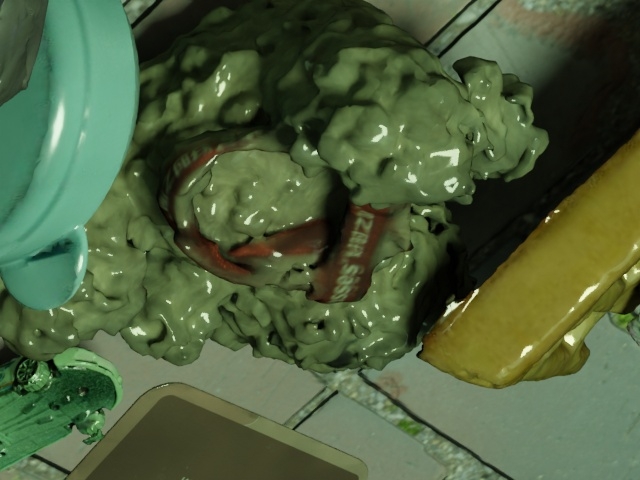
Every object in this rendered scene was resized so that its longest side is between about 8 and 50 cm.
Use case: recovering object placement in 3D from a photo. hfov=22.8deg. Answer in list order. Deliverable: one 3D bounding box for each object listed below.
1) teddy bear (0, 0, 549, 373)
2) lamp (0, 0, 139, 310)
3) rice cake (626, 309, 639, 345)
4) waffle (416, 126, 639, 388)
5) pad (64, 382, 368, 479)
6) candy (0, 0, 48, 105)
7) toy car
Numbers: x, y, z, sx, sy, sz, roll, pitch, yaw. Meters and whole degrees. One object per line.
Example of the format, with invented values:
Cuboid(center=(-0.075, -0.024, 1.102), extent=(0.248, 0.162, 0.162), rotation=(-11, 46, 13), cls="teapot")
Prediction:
Cuboid(center=(0.000, 0.000, 1.085), extent=(0.357, 0.224, 0.367), rotation=(-24, 138, 21), cls="teddy bear")
Cuboid(center=(-0.195, -0.114, 0.906), extent=(0.147, 0.209, 0.284), rotation=(-34, 132, -50), cls="lamp")
Cuboid(center=(0.336, -0.008, 1.220), extent=(0.198, 0.037, 0.189), rotation=(-36, 165, -24), cls="rice cake")
Cuboid(center=(0.241, -0.021, 1.161), extent=(0.348, 0.077, 0.304), rotation=(-46, 165, 13), cls="waffle")
Cuboid(center=(-0.092, 0.216, 1.358), extent=(0.266, 0.002, 0.176), rotation=(29, 112, -39), cls="pad")
Cuboid(center=(-0.283, -0.161, 0.794), extent=(0.312, 0.061, 0.088), rotation=(26, 118, 7), cls="candy")
Cuboid(center=(-0.231, 0.127, 1.180), extent=(0.186, 0.058, 0.093), rotation=(-27, 136, 14), cls="toy car")
